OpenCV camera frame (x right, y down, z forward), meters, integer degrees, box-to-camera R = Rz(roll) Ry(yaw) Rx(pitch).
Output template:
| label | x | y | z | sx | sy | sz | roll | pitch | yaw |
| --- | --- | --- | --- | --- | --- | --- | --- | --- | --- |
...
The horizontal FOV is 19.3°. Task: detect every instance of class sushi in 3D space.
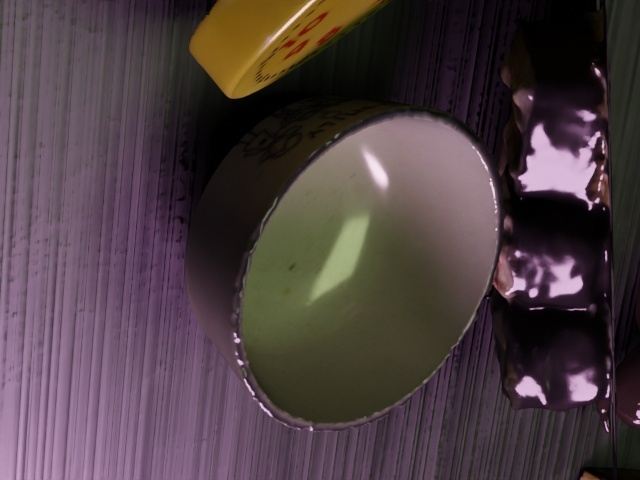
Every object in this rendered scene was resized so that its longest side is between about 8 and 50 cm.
| label | x | y | z | sx | sy | sz | roll | pitch | yaw |
| --- | --- | --- | --- | --- | --- | --- | --- | --- | --- |
| sushi | 0.141 | -0.014 | 1.247 | 0.296 | 0.100 | 0.373 | -80 | 166 | -56 |

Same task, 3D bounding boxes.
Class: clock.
| label | x | y | z | sx | sy | sz | roll | pitch | yaw |
| --- | --- | --- | --- | --- | --- | --- | --- | --- | --- |
| clock | 0.058 | -0.163 | 0.978 | 0.277 | 0.071 | 0.293 | -39 | 178 | 16 |

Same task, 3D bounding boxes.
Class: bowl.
| label | x | y | z | sx | sy | sz | roll | pitch | yaw |
| --- | --- | --- | --- | --- | --- | --- | --- | --- | --- |
| bowl | 0.000 | 0.000 | 1.145 | 0.211 | 0.112 | 0.211 | -22 | 126 | -34 |

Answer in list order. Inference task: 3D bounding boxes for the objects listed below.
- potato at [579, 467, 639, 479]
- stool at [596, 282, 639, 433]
| label | x | y | z | sx | sy | sz | roll | pitch | yaw |
| --- | --- | --- | --- | --- | --- | --- | --- | --- | --- |
| potato | 0.245 | 0.245 | 1.539 | 0.096 | 0.066 | 0.103 | 9 | 108 | -41 |
| stool | 0.305 | 0.075 | 1.464 | 0.121 | 0.125 | 0.217 | 20 | 107 | -48 |
